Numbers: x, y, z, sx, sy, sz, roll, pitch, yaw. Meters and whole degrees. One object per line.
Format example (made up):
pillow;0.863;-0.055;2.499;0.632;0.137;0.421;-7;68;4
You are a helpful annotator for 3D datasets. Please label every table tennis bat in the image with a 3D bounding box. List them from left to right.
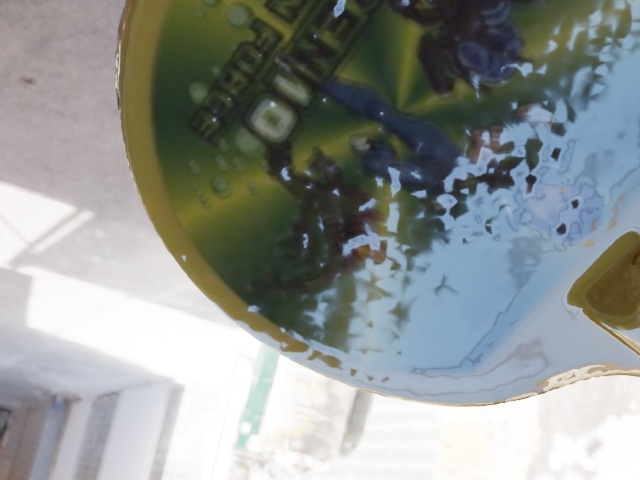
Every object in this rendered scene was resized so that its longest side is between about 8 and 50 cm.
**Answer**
table tennis bat;0.080;-0.004;0.360;0.320;0.050;0.198;36;118;-11
